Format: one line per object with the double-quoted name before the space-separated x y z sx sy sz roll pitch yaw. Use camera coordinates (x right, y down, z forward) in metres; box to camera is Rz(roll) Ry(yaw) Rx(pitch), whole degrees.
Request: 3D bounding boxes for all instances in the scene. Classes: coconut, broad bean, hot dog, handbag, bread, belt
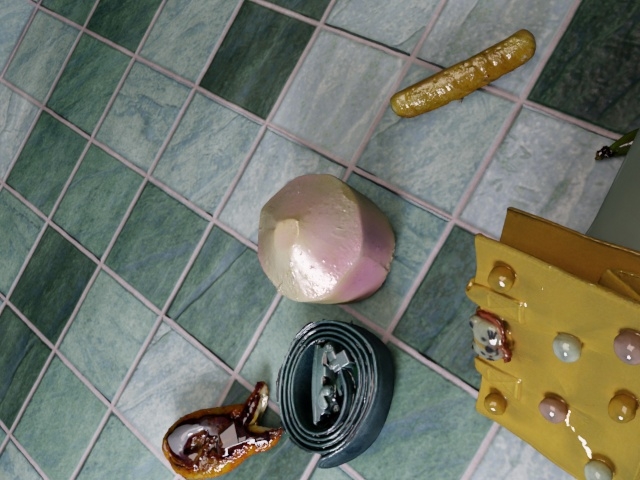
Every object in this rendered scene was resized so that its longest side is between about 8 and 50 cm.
"coconut" 0.000 0.000 1.169 0.233 0.245 0.233 -8 74 30
"broad bean" 0.593 -0.172 1.007 0.297 0.043 0.060 -3 88 29
"hot dog" 0.265 -0.304 1.192 0.285 0.088 0.061 -26 73 24
"handbag" 0.336 0.168 0.884 0.133 0.401 0.283 -37 47 -28
"bread" -0.196 0.394 1.282 0.268 0.095 0.139 -24 70 7
"belt" 0.028 0.280 1.166 0.206 0.116 0.268 5 78 32

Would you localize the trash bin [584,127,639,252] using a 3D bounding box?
"trash bin" 0.548 -0.083 0.854 0.280 0.280 0.432 25 97 30
